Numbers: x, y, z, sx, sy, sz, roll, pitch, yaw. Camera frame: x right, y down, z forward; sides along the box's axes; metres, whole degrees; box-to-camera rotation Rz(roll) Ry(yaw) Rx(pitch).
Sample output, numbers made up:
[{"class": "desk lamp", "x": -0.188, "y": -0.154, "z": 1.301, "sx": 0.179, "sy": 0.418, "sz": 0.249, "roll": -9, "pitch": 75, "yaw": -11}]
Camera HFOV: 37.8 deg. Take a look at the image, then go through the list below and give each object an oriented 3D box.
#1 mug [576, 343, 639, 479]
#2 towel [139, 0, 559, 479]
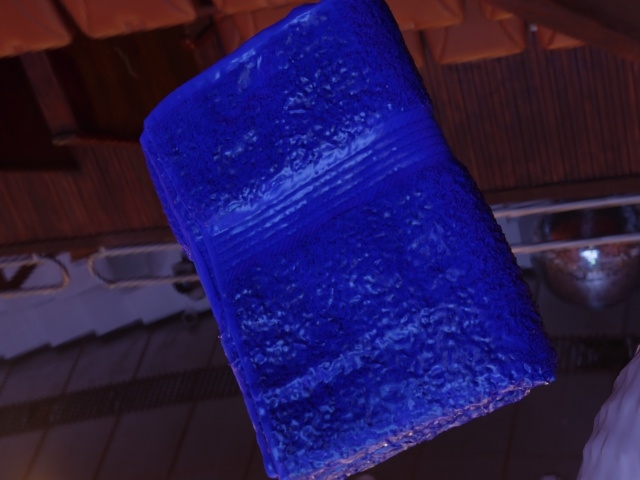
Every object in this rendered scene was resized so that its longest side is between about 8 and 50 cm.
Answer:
[{"class": "mug", "x": 0.278, "y": 0.130, "z": 0.322, "sx": 0.276, "sy": 0.328, "sz": 0.374, "roll": -19, "pitch": -113, "yaw": -36}, {"class": "towel", "x": 0.000, "y": 0.000, "z": 0.646, "sx": 0.227, "sy": 0.308, "sz": 0.076, "roll": -32, "pitch": 163, "yaw": 24}]
